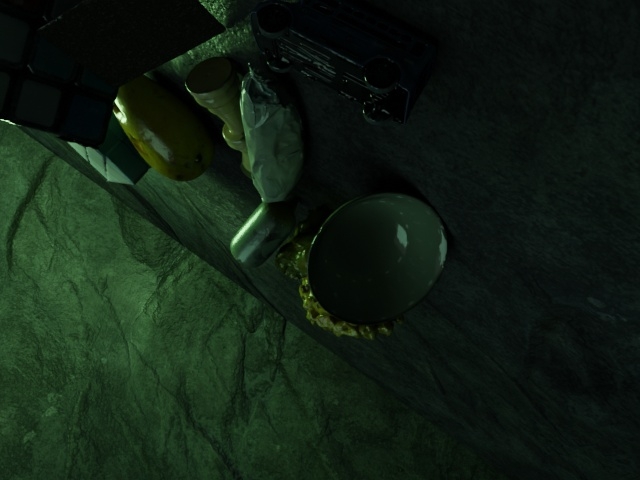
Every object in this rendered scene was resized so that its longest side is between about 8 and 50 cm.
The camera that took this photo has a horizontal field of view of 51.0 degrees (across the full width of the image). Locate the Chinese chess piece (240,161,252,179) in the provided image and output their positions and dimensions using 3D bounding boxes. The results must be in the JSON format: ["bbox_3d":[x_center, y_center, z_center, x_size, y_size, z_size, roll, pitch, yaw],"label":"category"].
[{"bbox_3d":[-0.188,-0.203,1.911,0.084,0.034,0.084,30,159,13],"label":"Chinese chess piece"}]

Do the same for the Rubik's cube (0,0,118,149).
[{"bbox_3d":[-0.678,-0.444,1.538,0.363,0.359,0.362,24,-169,42],"label":"Rubik's cube"}]

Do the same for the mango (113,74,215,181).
[{"bbox_3d":[-0.448,-0.328,1.875,0.365,0.182,0.253,52,162,-12],"label":"mango"}]

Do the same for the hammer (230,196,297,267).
[{"bbox_3d":[-0.124,-0.053,1.828,0.113,0.202,0.305,44,-154,-3],"label":"hammer"}]

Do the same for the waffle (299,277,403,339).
[{"bbox_3d":[0.091,0.144,1.893,0.324,0.261,0.151,19,131,41],"label":"waffle"}]

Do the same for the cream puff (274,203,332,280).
[{"bbox_3d":[-0.001,0.001,1.774,0.282,0.282,0.185,1,105,61],"label":"cream puff"}]

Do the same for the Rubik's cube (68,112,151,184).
[{"bbox_3d":[-0.626,-0.326,2.090,0.221,0.224,0.231,13,151,50],"label":"Rubik's cube"}]

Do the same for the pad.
[{"bbox_3d":[-0.388,-0.433,1.383,0.330,0.004,0.220,-18,148,25],"label":"pad"}]

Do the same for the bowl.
[{"bbox_3d":[0.113,0.014,1.571,0.337,0.337,0.157,47,-174,-30],"label":"bowl"}]

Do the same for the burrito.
[{"bbox_3d":[-0.105,-0.242,1.516,0.445,0.139,0.101,86,158,-59],"label":"burrito"}]

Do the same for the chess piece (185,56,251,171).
[{"bbox_3d":[-0.184,-0.266,1.637,0.117,0.117,0.397,24,160,32],"label":"chess piece"}]

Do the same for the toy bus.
[{"bbox_3d":[0.034,-0.311,1.087,0.292,0.133,0.125,30,166,11],"label":"toy bus"}]
